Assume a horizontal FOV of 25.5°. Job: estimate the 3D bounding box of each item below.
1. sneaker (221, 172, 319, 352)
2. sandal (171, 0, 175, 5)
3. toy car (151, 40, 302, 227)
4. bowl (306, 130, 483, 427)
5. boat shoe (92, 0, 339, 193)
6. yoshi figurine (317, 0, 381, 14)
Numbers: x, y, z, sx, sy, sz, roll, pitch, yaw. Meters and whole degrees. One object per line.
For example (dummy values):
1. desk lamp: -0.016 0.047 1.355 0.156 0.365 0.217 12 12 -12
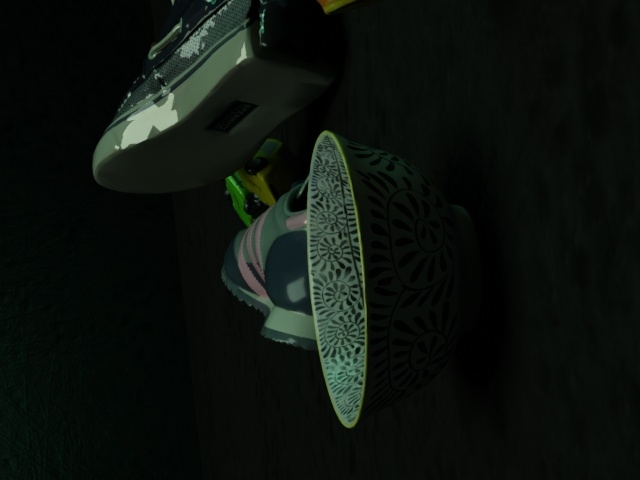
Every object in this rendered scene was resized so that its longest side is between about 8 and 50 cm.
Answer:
1. sneaker: 0.000 0.000 1.065 0.319 0.112 0.131 -148 70 -74
2. sandal: -0.092 -0.212 1.425 0.265 0.102 0.076 -144 52 -74
3. toy car: -0.077 -0.083 1.440 0.239 0.053 0.225 51 168 26
4. bowl: 0.045 0.019 0.813 0.170 0.080 0.170 175 90 -80
5. boat shoe: -0.098 -0.163 1.255 0.340 0.127 0.158 -27 58 49
6. yoshi figurine: 0.027 -0.307 0.669 0.203 0.203 0.362 -20 -88 -59
